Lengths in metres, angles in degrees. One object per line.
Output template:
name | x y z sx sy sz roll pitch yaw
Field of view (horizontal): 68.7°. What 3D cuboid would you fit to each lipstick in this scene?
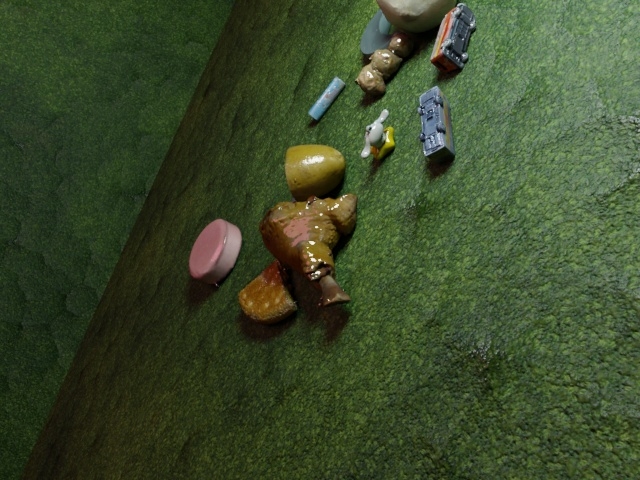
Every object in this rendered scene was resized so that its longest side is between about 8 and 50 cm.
lipstick | 0.022 -0.496 1.641 0.158 0.048 0.048 -50 36 15

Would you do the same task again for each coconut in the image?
coconut | 0.273 -0.724 1.327 0.237 0.237 0.266 -15 56 46

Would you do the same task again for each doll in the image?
doll | 0.153 -0.270 1.264 0.071 0.113 0.135 25 66 36

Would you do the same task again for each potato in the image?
potato | -0.003 -0.207 1.376 0.157 0.203 0.179 -11 82 21

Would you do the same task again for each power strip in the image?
power strip | 0.204 -0.661 1.525 0.167 0.054 0.254 -33 43 38

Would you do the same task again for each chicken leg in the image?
chicken leg | 0.000 0.000 1.242 0.295 0.182 0.410 -36 43 6

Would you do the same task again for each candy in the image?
candy | -0.392 0.047 1.739 0.255 0.094 0.256 -30 45 35

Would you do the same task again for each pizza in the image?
pizza | -0.147 0.153 1.389 0.292 0.058 0.197 -4 62 48

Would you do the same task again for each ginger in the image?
ginger | 0.198 -0.535 1.421 0.104 0.080 0.204 42 104 15

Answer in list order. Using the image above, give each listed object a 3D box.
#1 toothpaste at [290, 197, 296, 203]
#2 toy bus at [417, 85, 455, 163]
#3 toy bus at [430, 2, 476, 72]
toothpaste | -0.079 -0.116 1.512 0.061 0.037 0.216 5 66 53
toy bus | 0.284 -0.281 1.137 0.064 0.075 0.191 -26 49 41
toy bus | 0.349 -0.532 1.236 0.077 0.079 0.175 -10 58 59
